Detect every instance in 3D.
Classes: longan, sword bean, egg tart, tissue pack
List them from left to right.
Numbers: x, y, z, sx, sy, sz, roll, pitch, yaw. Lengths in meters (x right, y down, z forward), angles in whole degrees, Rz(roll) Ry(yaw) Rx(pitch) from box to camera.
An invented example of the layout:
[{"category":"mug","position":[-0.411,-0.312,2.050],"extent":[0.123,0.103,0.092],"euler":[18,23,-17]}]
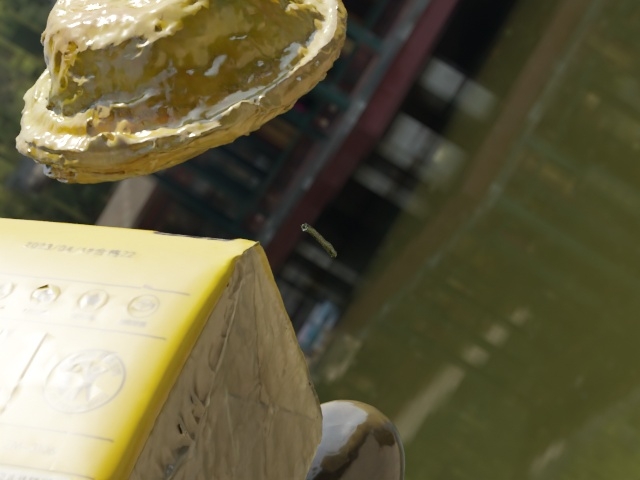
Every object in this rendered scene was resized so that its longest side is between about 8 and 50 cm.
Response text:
[{"category":"tissue pack","position":[-0.229,0.143,1.133],"extent":[0.228,0.382,0.293],"euler":[73,-149,-44]},{"category":"egg tart","position":[-0.134,-0.175,1.632],"extent":[0.319,0.128,0.319],"euler":[-16,31,10]},{"category":"sword bean","position":[0.000,0.000,2.134],"extent":[0.012,0.012,0.083],"euler":[-59,-35,-9]},{"category":"longan","position":[0.016,0.280,2.246],"extent":[0.187,0.167,0.167],"euler":[-46,2,-4]}]
